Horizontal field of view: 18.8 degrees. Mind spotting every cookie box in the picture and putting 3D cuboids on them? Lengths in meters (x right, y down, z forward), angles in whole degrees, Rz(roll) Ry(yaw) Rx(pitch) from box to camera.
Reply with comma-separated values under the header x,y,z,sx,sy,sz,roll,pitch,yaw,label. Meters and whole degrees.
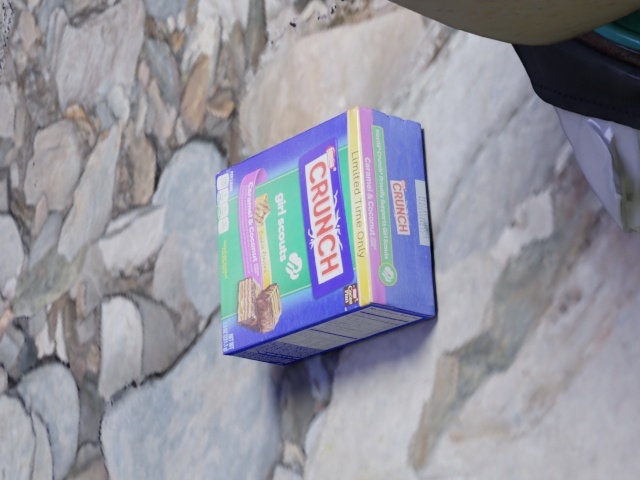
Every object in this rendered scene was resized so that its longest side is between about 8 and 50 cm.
x,y,z,sx,sy,sz,roll,pitch,yaw,label
0.000,0.000,0.870,0.107,0.040,0.091,-22,65,47,cookie box

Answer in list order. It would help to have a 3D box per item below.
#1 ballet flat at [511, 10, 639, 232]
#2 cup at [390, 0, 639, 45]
x,y,z,sx,sy,sz,roll,pitch,yaw,label
0.143,-0.037,0.660,0.280,0.095,0.096,34,124,50,ballet flat
0.069,-0.201,0.584,0.237,0.331,0.331,-58,43,24,cup
